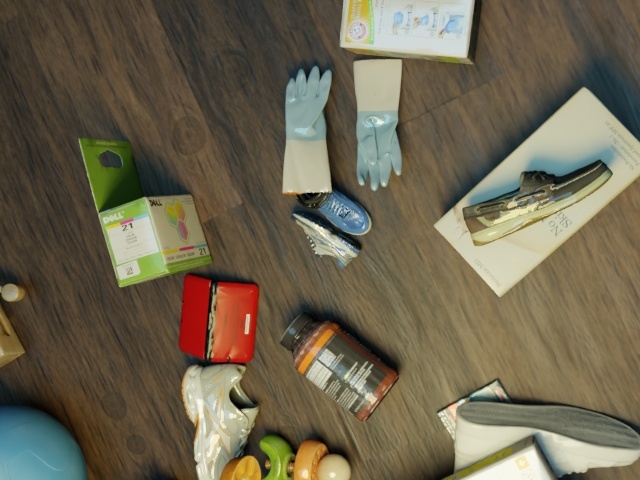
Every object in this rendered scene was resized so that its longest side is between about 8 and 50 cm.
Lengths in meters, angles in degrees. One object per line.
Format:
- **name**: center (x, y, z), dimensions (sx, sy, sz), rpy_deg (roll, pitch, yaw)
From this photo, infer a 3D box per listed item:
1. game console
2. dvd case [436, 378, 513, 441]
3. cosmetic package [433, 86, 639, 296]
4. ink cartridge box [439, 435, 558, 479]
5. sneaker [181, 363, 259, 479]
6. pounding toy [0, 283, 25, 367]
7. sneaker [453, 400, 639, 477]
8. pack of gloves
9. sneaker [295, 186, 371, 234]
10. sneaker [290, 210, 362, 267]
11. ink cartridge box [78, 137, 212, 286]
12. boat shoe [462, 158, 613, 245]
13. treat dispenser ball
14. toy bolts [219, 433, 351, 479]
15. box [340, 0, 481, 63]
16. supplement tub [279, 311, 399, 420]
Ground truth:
- **game console**: center (-0.183, 0.139, 1.609), dimensions (0.124, 0.085, 0.144), rpy_deg (4, 97, -17)
- **dvd case**: center (0.267, 0.297, 1.502), dimensions (0.119, 0.013, 0.087), rpy_deg (-33, 86, 16)
- **cosmetic package**: center (0.346, -0.074, 1.401), dimensions (0.309, 0.113, 0.160), rpy_deg (-45, 83, 13)
- **ink cartridge box**: center (0.266, 0.504, 1.382), dimensions (0.307, 0.072, 0.303), rpy_deg (-30, 87, 17)
- **sneaker**: center (-0.160, 0.341, 1.580), dimensions (0.121, 0.099, 0.262), rpy_deg (-12, 93, 11)
- **pounding toy**: center (-0.633, 0.146, 1.695), dimensions (0.206, 0.094, 0.181), rpy_deg (-32, 81, 6)
- **sneaker**: center (0.359, 0.360, 1.449), dimensions (0.293, 0.108, 0.169), rpy_deg (6, 111, 10)
- **pack of gloves**: center (0.039, -0.184, 1.493), dimensions (0.195, 0.046, 0.232), rpy_deg (0, 75, 6)
- **sneaker**: center (0.016, -0.060, 1.503), dimensions (0.152, 0.084, 0.058), rpy_deg (42, 103, 8)
- **sneaker**: center (0.000, 0.000, 1.531), dimensions (0.135, 0.052, 0.058), rpy_deg (34, 106, 10)
- **ink cartridge box**: center (-0.296, -0.063, 1.532), dimensions (0.097, 0.189, 0.255), rpy_deg (-16, 90, 17)
- **boat shoe**: center (0.311, -0.067, 1.311), dimensions (0.224, 0.080, 0.073), rpy_deg (-29, 92, 19)
- **treat dispenser ball**: center (-0.561, 0.436, 1.591), dimensions (0.288, 0.288, 0.288), rpy_deg (1, 95, 15)
- **toy bolts**: center (-0.051, 0.452, 1.486), dimensions (0.158, 0.218, 0.228), rpy_deg (1, 88, 25)
- **box**: center (0.145, -0.345, 1.430), dimensions (0.203, 0.114, 0.103), rpy_deg (8, 98, 15)
- **supplement tub**: center (0.028, 0.205, 1.511), dimensions (0.198, 0.106, 0.106), rpy_deg (38, 103, 10)
